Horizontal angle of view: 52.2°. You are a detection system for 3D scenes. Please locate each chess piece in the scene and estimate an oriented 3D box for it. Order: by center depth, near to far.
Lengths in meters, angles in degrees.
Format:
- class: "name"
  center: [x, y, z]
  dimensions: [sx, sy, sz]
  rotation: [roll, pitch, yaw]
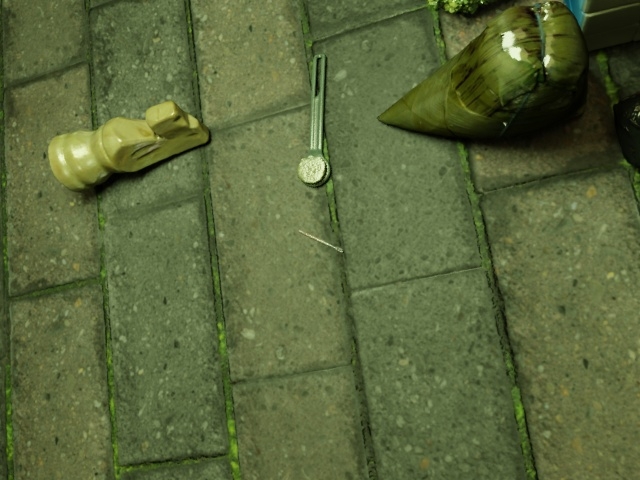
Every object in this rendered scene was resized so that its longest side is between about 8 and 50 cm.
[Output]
- class: "chess piece"
  center: [-0.374, -0.192, 1.298]
  dimensions: [0.300, 0.137, 0.137]
  rotation: [-15, 75, 12]

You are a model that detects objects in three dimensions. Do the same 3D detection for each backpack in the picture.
- class: "backpack"
  center: [0.530, -0.188, 0.993]
  dimensions: [0.165, 0.120, 0.106]
  rotation: [-26, 30, -5]

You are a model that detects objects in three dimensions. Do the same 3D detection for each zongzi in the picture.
- class: "zongzi"
  center: [0.218, -0.241, 1.006]
  dimensions: [0.360, 0.323, 0.160]
  rotation: [-4, 86, 22]

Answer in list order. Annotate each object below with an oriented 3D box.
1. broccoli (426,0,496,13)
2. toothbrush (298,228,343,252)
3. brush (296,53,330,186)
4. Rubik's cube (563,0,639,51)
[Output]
- class: "broccoli"
  center: [0.230, -0.499, 1.120]
  dimensions: [0.198, 0.226, 0.176]
  rotation: [-51, 26, 8]
- class: "toothbrush"
  center: [0.000, 0.000, 1.191]
  dimensions: [0.097, 0.008, 0.006]
  rotation: [25, 74, 22]
- class: "brush"
  center: [-0.009, -0.232, 1.230]
  dimensions: [0.062, 0.027, 0.266]
  rotation: [-2, 79, 18]
- class: "Rubik's cube"
  center: [0.497, -0.478, 0.945]
  dimensions: [0.291, 0.291, 0.291]
  rotation: [-10, 84, 18]
